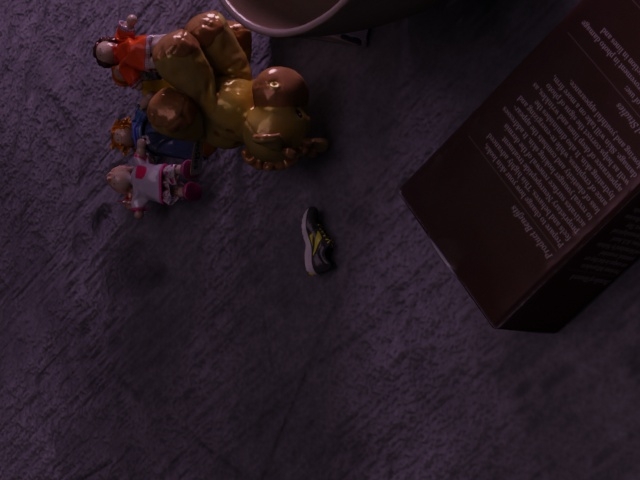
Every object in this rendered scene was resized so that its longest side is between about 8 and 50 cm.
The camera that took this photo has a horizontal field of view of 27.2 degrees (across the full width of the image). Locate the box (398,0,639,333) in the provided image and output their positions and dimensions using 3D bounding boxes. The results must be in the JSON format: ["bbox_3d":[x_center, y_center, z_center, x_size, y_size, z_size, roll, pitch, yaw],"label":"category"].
[{"bbox_3d":[0.278,-0.099,1.292,0.381,0.143,0.191,-45,59,23],"label":"box"}]

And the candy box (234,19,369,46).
[{"bbox_3d":[-0.005,-0.343,1.591,0.165,0.070,0.196,15,94,39],"label":"candy box"}]

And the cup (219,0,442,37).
[{"bbox_3d":[0.061,-0.359,1.342,0.331,0.237,0.331,-1,88,49],"label":"cup"}]

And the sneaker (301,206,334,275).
[{"bbox_3d":[0.000,0.000,1.571,0.035,0.031,0.083,-8,83,24],"label":"sneaker"}]

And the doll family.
[{"bbox_3d":[-0.214,-0.165,1.726,0.163,0.118,0.262,5,105,33],"label":"doll family"}]

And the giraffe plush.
[{"bbox_3d":[-0.085,-0.153,1.562,0.171,0.181,0.210,18,129,31],"label":"giraffe plush"}]
